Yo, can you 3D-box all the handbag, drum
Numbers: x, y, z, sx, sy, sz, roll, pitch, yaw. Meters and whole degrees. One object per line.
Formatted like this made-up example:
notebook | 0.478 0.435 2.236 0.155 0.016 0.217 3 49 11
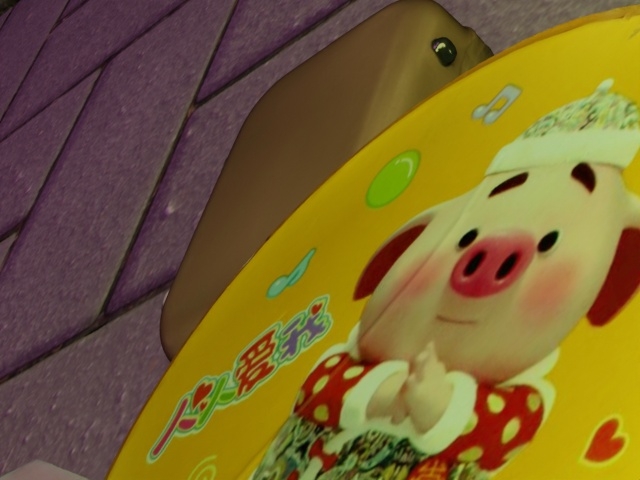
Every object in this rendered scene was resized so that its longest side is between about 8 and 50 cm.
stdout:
handbag | 0.000 0.000 1.019 0.283 0.149 0.302 -24 36 40
drum | 0.092 0.125 0.592 0.431 0.214 0.431 -38 27 23

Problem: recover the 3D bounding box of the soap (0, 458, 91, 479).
soap | -0.182 0.267 0.892 0.208 0.115 0.347 -26 20 -12
